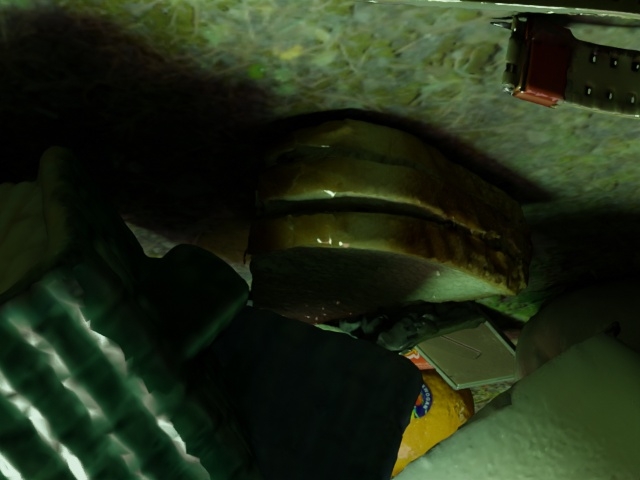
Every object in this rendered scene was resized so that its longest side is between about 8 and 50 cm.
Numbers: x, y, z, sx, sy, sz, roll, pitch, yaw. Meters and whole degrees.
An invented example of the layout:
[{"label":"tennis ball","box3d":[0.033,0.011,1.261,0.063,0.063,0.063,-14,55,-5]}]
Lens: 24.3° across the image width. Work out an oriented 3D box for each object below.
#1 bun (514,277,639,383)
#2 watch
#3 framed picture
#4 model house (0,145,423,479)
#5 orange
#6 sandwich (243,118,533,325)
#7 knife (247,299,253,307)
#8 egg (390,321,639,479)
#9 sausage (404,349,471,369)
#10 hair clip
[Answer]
[{"label":"bun","box3d":[0.382,0.169,1.561,0.359,0.211,0.360,1,163,0]},{"label":"watch","box3d":[0.157,-0.121,0.864,0.268,0.102,0.165,7,166,11]},{"label":"framed picture","box3d":[0.165,0.123,1.688,0.109,0.011,0.149,-15,138,30]},{"label":"model house","box3d":[-0.141,0.146,1.115,0.400,0.395,0.445,-5,131,40]},{"label":"orange","box3d":[0.106,0.218,1.872,0.177,0.155,0.177,-10,164,-3]},{"label":"sandwich","box3d":[0.000,-0.005,1.229,0.288,0.100,0.254,-11,160,41]},{"label":"knife","box3d":[-0.037,0.112,1.741,0.080,0.044,0.331,-7,167,18]},{"label":"egg","box3d":[0.228,0.303,1.288,0.354,0.340,0.354,-35,164,-11]},{"label":"sausage","box3d":[0.143,0.131,1.751,0.145,0.050,0.048,-7,117,30]},{"label":"hair clip","box3d":[0.031,0.066,1.479,0.138,0.091,0.321,-14,-178,-33]}]
